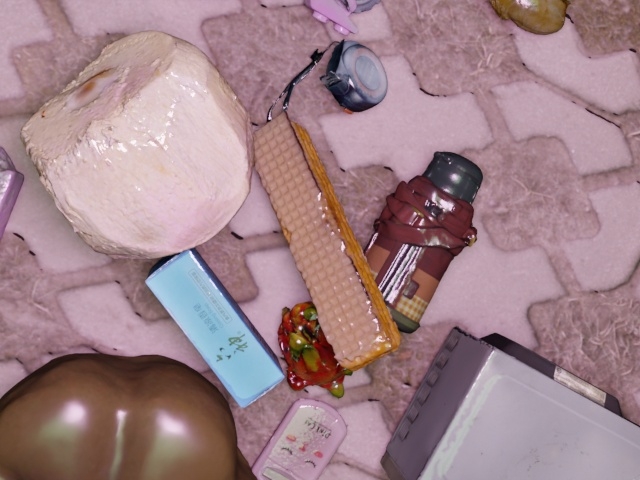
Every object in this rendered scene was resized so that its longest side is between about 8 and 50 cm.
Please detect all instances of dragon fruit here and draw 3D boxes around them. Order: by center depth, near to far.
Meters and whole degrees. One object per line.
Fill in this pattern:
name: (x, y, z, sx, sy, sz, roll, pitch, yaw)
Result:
dragon fruit: (-0.014, 0.157, 1.387, 0.142, 0.175, 0.138, 33, 79, 21)

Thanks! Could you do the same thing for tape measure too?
tape measure: (0.009, -0.218, 1.388, 0.180, 0.104, 0.107, -32, 126, 29)

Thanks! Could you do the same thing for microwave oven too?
microwave oven: (0.312, 0.325, 1.382, 0.355, 0.218, 0.286, 28, 90, -8)

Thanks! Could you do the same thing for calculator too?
calculator: (-0.034, 0.328, 1.430, 0.100, 0.032, 0.175, 32, 91, -9)

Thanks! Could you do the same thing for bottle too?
bottle: (0.154, -0.001, 1.372, 0.156, 0.143, 0.271, 31, 89, -34)

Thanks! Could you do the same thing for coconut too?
coconut: (-0.227, -0.116, 1.243, 0.297, 0.297, 0.254, -34, 126, -3)

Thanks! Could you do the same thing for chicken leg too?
chicken leg: (0.278, -0.394, 1.388, 0.227, 0.088, 0.103, 32, 100, -3)

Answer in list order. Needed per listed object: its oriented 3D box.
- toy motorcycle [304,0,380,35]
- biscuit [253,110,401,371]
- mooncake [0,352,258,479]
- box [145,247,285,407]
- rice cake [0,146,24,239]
toy motorcycle: (-0.065, -0.398, 1.318, 0.327, 0.143, 0.188, 27, 100, -24)
biscuit: (0.000, 0.000, 1.321, 0.094, 0.054, 0.379, -31, 73, 24)
mooncake: (-0.302, 0.389, 1.287, 0.467, 0.262, 0.467, -1, 95, -10)
box: (-0.153, 0.118, 1.340, 0.083, 0.142, 0.232, -38, 99, -2)
rice cake: (-0.508, 0.042, 1.327, 0.056, 0.072, 0.365, 21, 90, -6)
